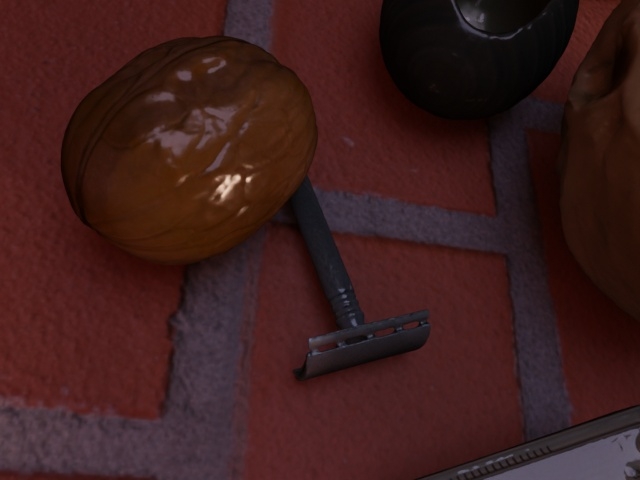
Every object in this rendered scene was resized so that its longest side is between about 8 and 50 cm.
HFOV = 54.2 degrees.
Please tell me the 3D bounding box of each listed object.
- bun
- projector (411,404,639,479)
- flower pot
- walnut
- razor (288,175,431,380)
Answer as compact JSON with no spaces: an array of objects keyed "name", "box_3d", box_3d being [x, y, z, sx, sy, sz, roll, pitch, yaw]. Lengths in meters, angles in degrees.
[{"name":"bun","box_3d":[0.318,-0.106,0.524,0.202,0.364,0.364,19,61,-1]},{"name":"projector","box_3d":[0.180,0.257,0.408,0.198,0.108,0.250,-15,68,-8]},{"name":"flower pot","box_3d":[0.159,-0.230,0.639,0.189,0.157,0.243,31,62,4]},{"name":"walnut","box_3d":[-0.098,-0.074,0.493,0.167,0.167,0.207,42,63,8]},{"name":"razor","box_3d":[0.000,0.000,0.546,0.106,0.068,0.232,-10,60,-20]}]
